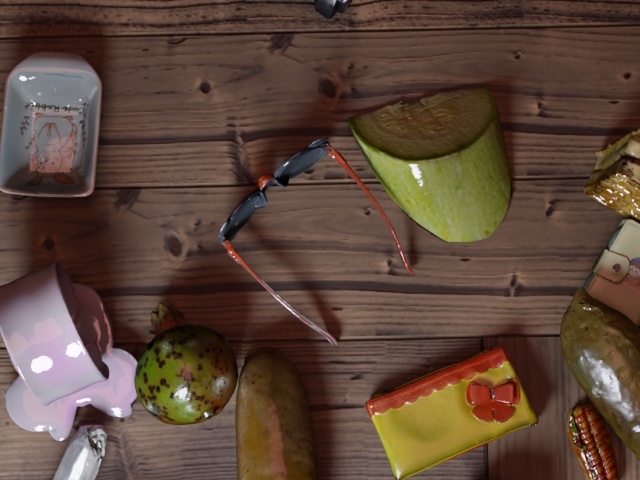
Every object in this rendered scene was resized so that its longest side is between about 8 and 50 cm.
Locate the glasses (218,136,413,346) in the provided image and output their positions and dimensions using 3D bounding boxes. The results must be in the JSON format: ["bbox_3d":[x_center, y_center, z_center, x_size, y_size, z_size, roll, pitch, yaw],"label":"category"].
[{"bbox_3d":[0.000,0.000,1.886,0.234,0.118,0.268,-43,84,-7],"label":"glasses"}]

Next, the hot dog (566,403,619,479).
[{"bbox_3d":[0.420,0.323,1.882,0.062,0.038,0.144,-16,83,-3],"label":"hot dog"}]

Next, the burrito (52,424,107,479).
[{"bbox_3d":[-0.375,0.368,1.845,0.064,0.064,0.203,25,97,3],"label":"burrito"}]

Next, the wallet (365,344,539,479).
[{"bbox_3d":[0.200,0.261,1.877,0.241,0.067,0.141,-23,81,-3],"label":"wallet"}]

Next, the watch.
[{"bbox_3d":[-0.397,0.166,1.810,0.210,0.217,0.248,-22,82,-3],"label":"watch"}]

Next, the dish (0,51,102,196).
[{"bbox_3d":[-0.420,-0.181,1.933,0.154,0.064,0.234,4,83,0],"label":"dish"}]

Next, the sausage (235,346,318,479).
[{"bbox_3d":[-0.069,0.409,1.829,0.136,0.123,0.501,-1,81,27],"label":"sausage"}]

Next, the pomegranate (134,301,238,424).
[{"bbox_3d":[-0.208,0.185,1.848,0.159,0.159,0.205,-24,55,-3],"label":"pomegranate"}]

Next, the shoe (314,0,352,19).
[{"bbox_3d":[-0.002,-0.418,1.950,0.290,0.114,0.137,-10,88,-5],"label":"shoe"}]

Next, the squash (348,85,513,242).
[{"bbox_3d":[0.187,-0.112,1.951,0.236,0.155,0.204,-15,46,-1],"label":"squash"}]

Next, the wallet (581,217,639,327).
[{"bbox_3d":[0.479,0.054,1.903,0.110,0.039,0.155,29,98,5],"label":"wallet"}]

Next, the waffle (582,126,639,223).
[{"bbox_3d":[0.509,-0.072,1.803,0.212,0.308,0.091,28,89,3],"label":"waffle"}]

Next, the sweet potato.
[{"bbox_3d":[0.496,0.258,1.849,0.130,0.130,0.423,-36,86,-5],"label":"sweet potato"}]
